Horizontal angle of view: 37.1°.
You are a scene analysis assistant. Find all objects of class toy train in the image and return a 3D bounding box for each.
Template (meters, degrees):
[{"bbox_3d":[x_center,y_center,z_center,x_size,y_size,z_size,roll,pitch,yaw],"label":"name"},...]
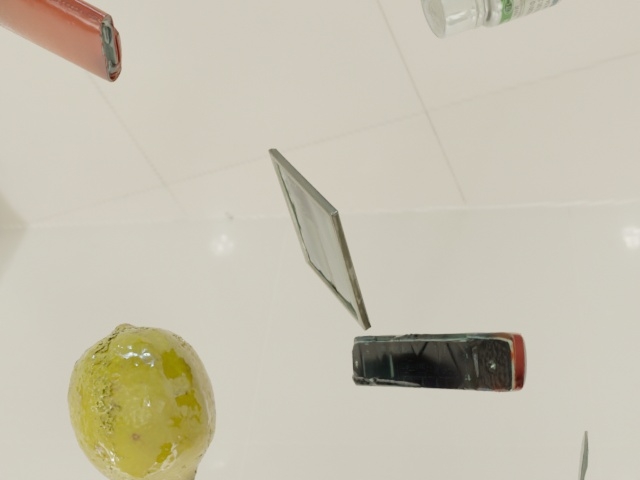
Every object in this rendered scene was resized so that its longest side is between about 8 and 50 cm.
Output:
[{"bbox_3d":[0.186,0.185,1.467,0.089,0.086,0.409,3,172,-31],"label":"toy train"}]

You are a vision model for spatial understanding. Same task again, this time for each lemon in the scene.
[{"bbox_3d":[-0.306,0.294,1.668,0.257,0.258,0.310,-26,86,30],"label":"lemon"}]

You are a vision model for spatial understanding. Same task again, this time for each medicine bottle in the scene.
[{"bbox_3d":[0.306,-0.450,1.702,0.236,0.139,0.139,-22,133,-8],"label":"medicine bottle"}]

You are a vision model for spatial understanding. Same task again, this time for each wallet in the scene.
[{"bbox_3d":[-0.374,-0.310,1.328,0.204,0.045,0.142,28,154,8],"label":"wallet"}]

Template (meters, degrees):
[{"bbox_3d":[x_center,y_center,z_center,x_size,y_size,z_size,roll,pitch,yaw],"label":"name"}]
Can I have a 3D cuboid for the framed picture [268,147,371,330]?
[{"bbox_3d":[0.000,0.000,1.622,0.016,0.213,0.289,-31,137,-13],"label":"framed picture"}]

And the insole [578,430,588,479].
[{"bbox_3d":[0.433,0.379,1.574,0.010,0.192,0.063,10,120,13],"label":"insole"}]
